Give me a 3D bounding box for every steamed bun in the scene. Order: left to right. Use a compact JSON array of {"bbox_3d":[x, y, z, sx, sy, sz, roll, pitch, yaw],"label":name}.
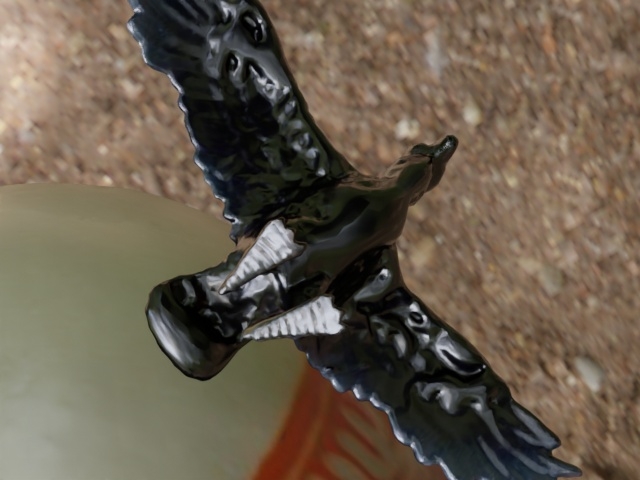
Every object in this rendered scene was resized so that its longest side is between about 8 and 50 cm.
[{"bbox_3d":[-0.054,0.147,0.754,0.241,0.374,0.374,-19,63,3],"label":"steamed bun"}]

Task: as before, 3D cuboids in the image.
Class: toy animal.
[{"bbox_3d":[0.000,0.000,0.577,0.062,0.108,0.220,-32,96,40],"label":"toy animal"}]
